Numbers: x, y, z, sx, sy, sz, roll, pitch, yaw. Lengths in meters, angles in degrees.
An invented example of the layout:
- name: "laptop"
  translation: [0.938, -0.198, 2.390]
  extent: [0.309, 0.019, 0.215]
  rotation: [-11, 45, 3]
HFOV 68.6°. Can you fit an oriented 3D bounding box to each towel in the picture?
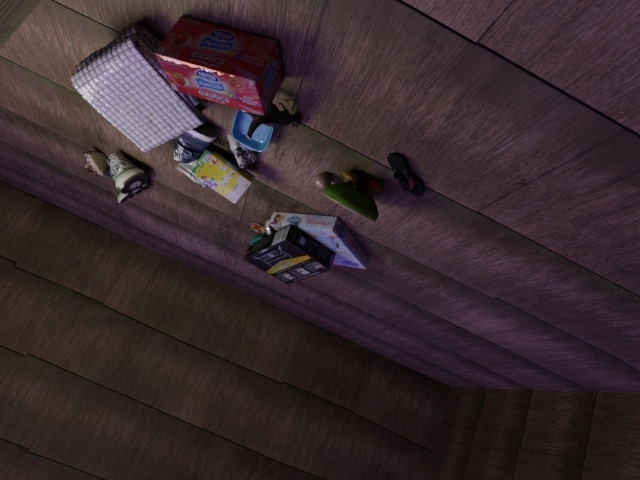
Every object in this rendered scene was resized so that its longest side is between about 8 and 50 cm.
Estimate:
- name: "towel"
  translation: [-0.471, -0.401, 1.258]
  extent: [0.235, 0.121, 0.283]
  rotation: [-21, 139, 21]

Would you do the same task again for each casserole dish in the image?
- name: "casserole dish"
  translation: [-0.191, -0.326, 1.350]
  extent: [0.114, 0.036, 0.188]
  rotation: [26, 152, -7]

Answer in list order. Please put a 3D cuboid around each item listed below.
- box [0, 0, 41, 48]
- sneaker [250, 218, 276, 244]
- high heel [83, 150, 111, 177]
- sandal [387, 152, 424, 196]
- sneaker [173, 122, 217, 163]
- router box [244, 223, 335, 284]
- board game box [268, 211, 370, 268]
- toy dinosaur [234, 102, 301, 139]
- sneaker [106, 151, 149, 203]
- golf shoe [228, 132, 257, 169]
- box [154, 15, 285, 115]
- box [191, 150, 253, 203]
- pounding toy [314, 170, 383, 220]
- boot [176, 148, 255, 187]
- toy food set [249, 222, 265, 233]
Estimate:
- name: "box"
  translation: [-0.797, -0.604, 1.075]
  extent: [0.118, 0.213, 0.243]
  rotation: [23, 160, 1]
- name: "sneaker"
  translation: [-0.233, -0.003, 2.061]
  extent: [0.179, 0.123, 0.295]
  rotation: [-5, 152, 15]
- name: "high heel"
  translation: [-1.054, -0.350, 2.135]
  extent: [0.187, 0.093, 0.261]
  rotation: [13, 167, 10]
- name: "sandal"
  translation: [0.230, -0.171, 1.295]
  extent: [0.067, 0.040, 0.179]
  rotation: [5, 153, 40]
- name: "sneaker"
  translation: [-0.464, -0.340, 1.487]
  extent: [0.226, 0.086, 0.163]
  rotation: [31, 134, -21]
- name: "router box"
  translation: [-0.130, 0.067, 1.933]
  extent: [0.243, 0.080, 0.309]
  rotation: [35, 145, -27]
- name: "board game box"
  translation: [0.000, 0.000, 1.924]
  extent: [0.319, 0.065, 0.318]
  rotation: [8, 154, 35]
- name: "toy dinosaur"
  translation: [-0.138, -0.317, 1.173]
  extent: [0.118, 0.268, 0.064]
  rotation: [43, 122, 7]
- name: "sneaker"
  translation: [-0.878, -0.295, 2.105]
  extent: [0.181, 0.158, 0.410]
  rotation: [59, 154, -5]
- name: "golf shoe"
  translation: [-0.255, -0.291, 1.516]
  extent: [0.086, 0.069, 0.176]
  rotation: [54, 170, 10]
- name: "box"
  translation: [-0.227, -0.404, 1.086]
  extent: [0.257, 0.128, 0.122]
  rotation: [19, 159, 12]
- name: "box"
  translation: [-0.329, -0.214, 1.561]
  extent: [0.179, 0.043, 0.105]
  rotation: [35, 113, -19]
- name: "pounding toy"
  translation: [0.101, -0.157, 1.423]
  extent: [0.183, 0.110, 0.237]
  rotation: [23, -168, -31]
- name: "boot"
  translation: [-0.364, -0.233, 1.625]
  extent: [0.259, 0.123, 0.095]
  rotation: [28, -173, 0]
- name: "toy food set"
  translation: [-0.283, -0.055, 2.154]
  extent: [0.083, 0.020, 0.083]
  rotation: [29, 159, -16]
